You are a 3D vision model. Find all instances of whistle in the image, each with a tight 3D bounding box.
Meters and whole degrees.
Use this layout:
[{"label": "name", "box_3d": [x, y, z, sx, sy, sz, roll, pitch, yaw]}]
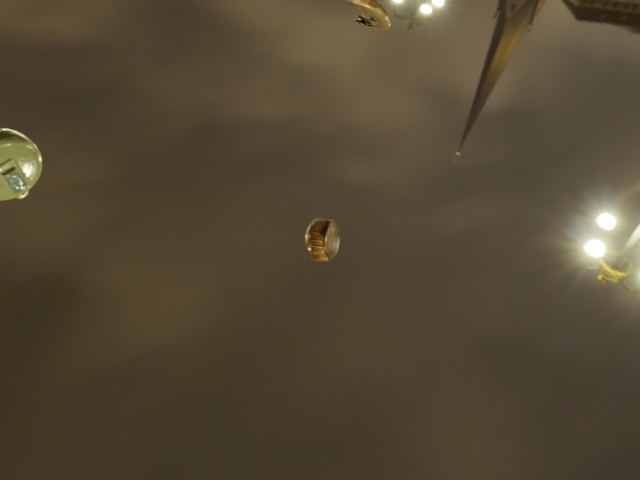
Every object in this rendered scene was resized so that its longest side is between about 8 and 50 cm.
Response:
[{"label": "whistle", "box_3d": [-0.540, -0.157, 0.909, 0.067, 0.258, 0.126, 33, -119, 29]}]

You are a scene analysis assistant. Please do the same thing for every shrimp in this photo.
[{"label": "shrimp", "box_3d": [0.086, -0.597, 1.406, 0.219, 0.046, 0.152, 32, -174, 5]}]

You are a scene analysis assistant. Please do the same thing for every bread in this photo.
[{"label": "bread", "box_3d": [0.000, 0.000, 1.085, 0.053, 0.085, 0.085, 2, -143, 24]}]
